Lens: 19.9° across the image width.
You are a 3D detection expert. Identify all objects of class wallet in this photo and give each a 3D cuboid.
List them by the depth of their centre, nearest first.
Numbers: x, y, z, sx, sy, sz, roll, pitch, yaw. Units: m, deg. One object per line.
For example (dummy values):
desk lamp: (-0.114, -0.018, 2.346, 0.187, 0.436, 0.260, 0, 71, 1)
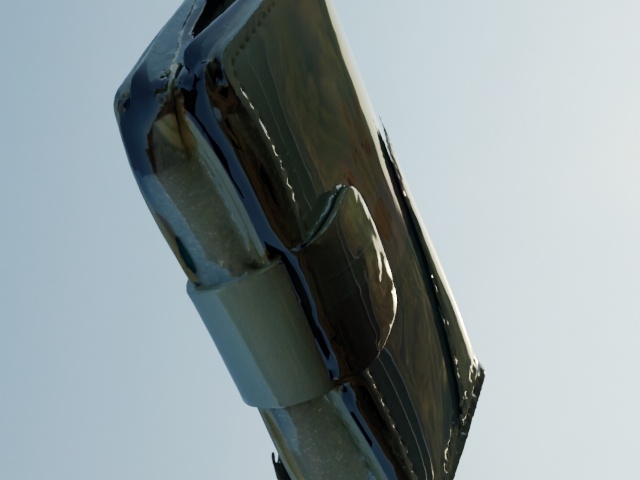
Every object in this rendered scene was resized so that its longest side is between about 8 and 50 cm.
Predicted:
wallet: (0.000, 0.000, 0.834, 0.250, 0.075, 0.176, 67, -155, -23)
